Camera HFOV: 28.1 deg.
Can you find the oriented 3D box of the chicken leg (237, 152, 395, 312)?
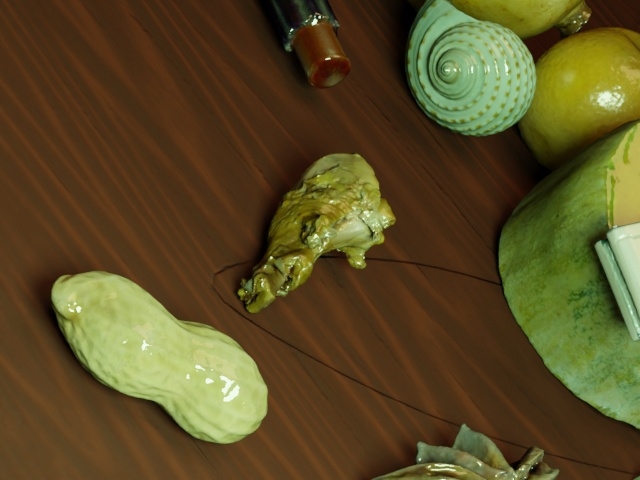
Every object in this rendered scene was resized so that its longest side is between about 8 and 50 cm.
[{"bbox_3d":[-0.003,-0.001,1.155,0.101,0.085,0.207,33,44,4],"label":"chicken leg"}]

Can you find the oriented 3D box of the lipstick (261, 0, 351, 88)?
[{"bbox_3d":[-0.040,-0.289,1.404,0.081,0.081,0.299,9,48,-41],"label":"lipstick"}]

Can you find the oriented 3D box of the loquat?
[{"bbox_3d":[0.347,-0.166,1.577,0.208,0.208,0.208,27,39,-24],"label":"loquat"}]

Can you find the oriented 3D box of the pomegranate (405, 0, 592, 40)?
[{"bbox_3d":[0.217,-0.380,1.594,0.307,0.307,0.307,27,39,-24],"label":"pomegranate"}]

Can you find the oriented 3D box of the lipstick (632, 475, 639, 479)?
[{"bbox_3d":[0.336,0.289,1.255,0.030,0.030,0.129,27,39,-25],"label":"lipstick"}]

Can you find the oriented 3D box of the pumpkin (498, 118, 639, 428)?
[{"bbox_3d":[0.373,0.012,1.343,0.332,0.199,0.332,7,57,-10],"label":"pumpkin"}]

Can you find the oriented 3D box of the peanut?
[{"bbox_3d":[-0.121,0.085,0.954,0.187,0.082,0.082,31,37,-18],"label":"peanut"}]

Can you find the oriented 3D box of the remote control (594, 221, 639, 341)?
[{"bbox_3d":[0.403,0.016,1.223,0.277,0.055,0.103,-11,71,-21],"label":"remote control"}]

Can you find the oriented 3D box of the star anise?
[{"bbox_3d":[0.149,0.241,1.069,0.229,0.093,0.236,40,31,1],"label":"star anise"}]

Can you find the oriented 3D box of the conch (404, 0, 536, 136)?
[{"bbox_3d":[0.170,-0.190,1.484,0.172,0.131,0.200,35,1,22],"label":"conch"}]
